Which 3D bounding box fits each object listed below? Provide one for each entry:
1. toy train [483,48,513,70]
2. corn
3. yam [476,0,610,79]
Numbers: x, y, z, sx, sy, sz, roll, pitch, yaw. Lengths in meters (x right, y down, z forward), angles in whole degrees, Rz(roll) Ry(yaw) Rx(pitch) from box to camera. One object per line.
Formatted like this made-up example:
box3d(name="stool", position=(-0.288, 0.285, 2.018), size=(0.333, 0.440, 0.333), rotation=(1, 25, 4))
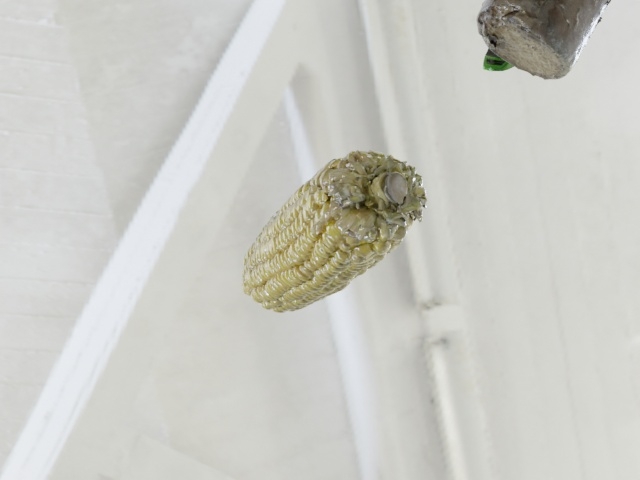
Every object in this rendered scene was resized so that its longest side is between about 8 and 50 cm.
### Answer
box3d(name="toy train", position=(0.289, -0.291, 1.658), size=(0.209, 0.044, 0.042), rotation=(-36, -50, -49))
box3d(name="corn", position=(0.000, 0.000, 1.138), size=(0.115, 0.318, 0.115), rotation=(8, -113, -21))
box3d(name="yam", position=(0.266, -0.311, 1.221), size=(0.131, 0.131, 0.279), rotation=(39, -107, -32))
